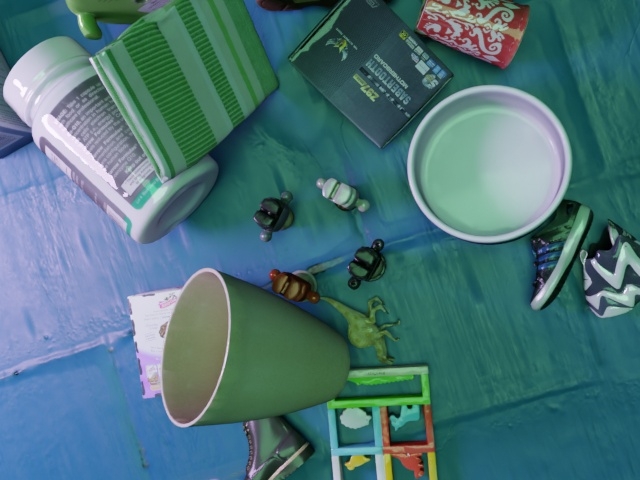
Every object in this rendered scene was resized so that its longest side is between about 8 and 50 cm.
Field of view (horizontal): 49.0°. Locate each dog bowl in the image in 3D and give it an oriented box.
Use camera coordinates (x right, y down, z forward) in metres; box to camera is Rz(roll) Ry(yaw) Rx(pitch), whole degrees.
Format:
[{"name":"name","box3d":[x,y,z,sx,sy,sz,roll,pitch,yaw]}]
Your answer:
[{"name":"dog bowl","box3d":[0.287,-0.124,1.201,0.265,0.104,0.264,-1,86,15]}]

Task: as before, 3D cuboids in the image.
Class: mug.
[{"name":"mug","box3d":[0.259,-0.387,1.211,0.170,0.113,0.150,17,55,-2]}]

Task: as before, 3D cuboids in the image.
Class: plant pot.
[{"name":"plant pot","box3d":[-0.096,0.198,1.202,0.274,0.256,0.256,15,95,-33]}]

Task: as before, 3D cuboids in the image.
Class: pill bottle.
[{"name":"pill bottle","box3d":[-0.376,-0.183,1.260,0.361,0.204,0.204,44,97,4]}]

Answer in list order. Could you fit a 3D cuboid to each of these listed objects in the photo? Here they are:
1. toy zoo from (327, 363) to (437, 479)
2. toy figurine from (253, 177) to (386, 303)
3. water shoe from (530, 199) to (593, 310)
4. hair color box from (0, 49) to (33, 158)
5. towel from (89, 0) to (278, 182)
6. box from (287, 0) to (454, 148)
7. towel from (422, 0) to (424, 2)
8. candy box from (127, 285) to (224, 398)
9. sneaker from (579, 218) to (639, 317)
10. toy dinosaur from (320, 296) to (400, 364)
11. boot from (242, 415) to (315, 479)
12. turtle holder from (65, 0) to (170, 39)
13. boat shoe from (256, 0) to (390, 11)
[{"name":"toy zoo","box3d":[0.115,0.379,1.297,0.193,0.030,0.293,-5,91,8]},{"name":"toy figurine","box3d":[0.000,0.000,1.251,0.213,0.148,0.209,-20,83,10]},{"name":"water shoe","box3d":[0.405,0.024,1.237,0.080,0.073,0.203,27,90,27]},{"name":"hair color box","box3d":[-0.692,-0.346,1.308,0.114,0.185,0.374,-27,88,9]},{"name":"towel","box3d":[-0.208,-0.279,1.159,0.038,0.324,0.247,4,132,37]},{"name":"box","box3d":[0.087,-0.303,1.222,0.233,0.059,0.183,42,103,-16]},{"name":"towel","box3d":[0.224,-0.467,1.258,0.110,0.027,0.148,-23,88,7]},{"name":"candy box","box3d":[-0.260,0.185,1.323,0.165,0.070,0.196,-8,91,8]},{"name":"sneaker","box3d":[0.553,0.021,1.193,0.235,0.094,0.153,-22,97,18]},{"name":"toy dinosaur","box3d":[0.082,0.149,1.283,0.092,0.053,0.183,-45,86,8]},{"name":"boot","box3d":[-0.128,0.405,1.317,0.198,0.077,0.137,-38,82,-6]},{"name":"turtle holder","box3d":[-0.356,-0.487,1.208,0.321,0.243,0.227,-13,89,-19]},{"name":"boat shoe","box3d":[0.010,-0.475,1.256,0.258,0.095,0.095,1,83,7]}]
